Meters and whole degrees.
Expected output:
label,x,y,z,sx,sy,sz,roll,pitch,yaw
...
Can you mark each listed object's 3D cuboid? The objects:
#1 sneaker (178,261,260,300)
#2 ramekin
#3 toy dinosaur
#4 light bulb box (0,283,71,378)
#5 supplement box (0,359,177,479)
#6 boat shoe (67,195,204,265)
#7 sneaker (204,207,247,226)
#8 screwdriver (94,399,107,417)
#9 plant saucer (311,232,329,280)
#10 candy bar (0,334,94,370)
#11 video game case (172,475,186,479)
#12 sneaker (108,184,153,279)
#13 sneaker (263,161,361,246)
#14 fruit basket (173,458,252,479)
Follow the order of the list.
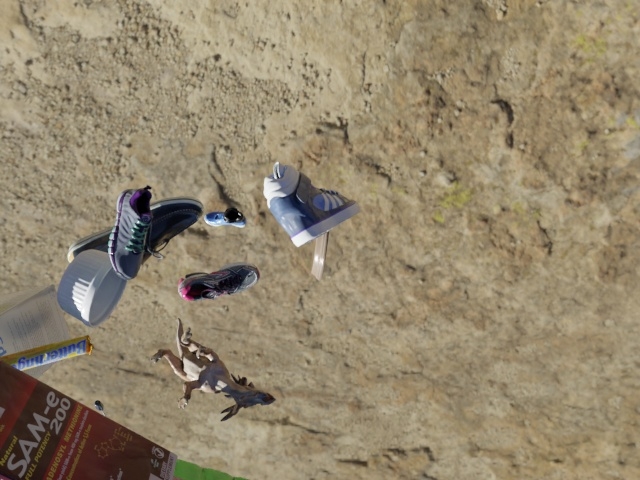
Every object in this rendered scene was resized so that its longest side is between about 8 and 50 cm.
label,x,y,z,sx,sy,sz,roll,pitch,yaw
sneaker,-0.364,0.164,2.129,0.298,0.112,0.121,-15,106,-12
ramekin,-0.622,0.123,1.597,0.108,0.207,0.207,23,131,3
toy dinosaur,-0.258,0.308,1.345,0.127,0.295,0.200,-51,138,-5
light bulb box,-0.968,0.305,1.648,0.357,0.361,0.226,-12,102,6
supplement box,-0.281,0.248,0.635,0.239,0.130,0.073,37,109,-21
boat shoe,-0.629,0.003,2.043,0.499,0.156,0.187,-26,152,-6
sneaker,-0.334,-0.083,2.020,0.152,0.058,0.085,9,162,7
screwdriver,-0.705,0.550,1.895,0.024,0.025,0.170,27,151,10
plant saucer,0.000,0.000,2.019,0.041,0.278,0.278,7,132,-2
candy bar,-0.455,0.189,0.957,0.161,0.018,0.040,-12,121,-23
video game case,-0.327,0.468,0.948,0.041,0.210,0.232,27,163,35
sneaker,-0.444,-0.021,1.387,0.098,0.224,0.083,-11,166,42
sneaker,-0.029,-0.133,1.637,0.130,0.322,0.236,-31,89,36
fruit basket,-0.280,0.666,1.193,0.391,0.392,0.283,27,106,-21
